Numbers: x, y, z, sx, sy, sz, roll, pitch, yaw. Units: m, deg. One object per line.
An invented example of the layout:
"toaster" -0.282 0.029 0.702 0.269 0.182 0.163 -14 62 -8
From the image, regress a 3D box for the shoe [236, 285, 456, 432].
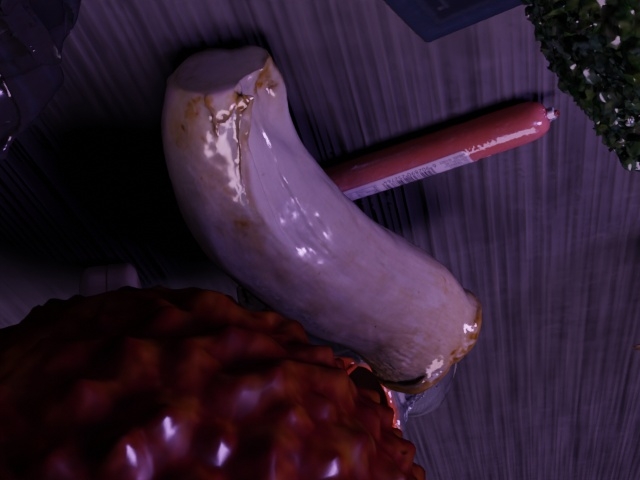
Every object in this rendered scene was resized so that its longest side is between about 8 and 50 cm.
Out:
"shoe" 0.044 0.141 1.083 0.132 0.171 0.336 -17 151 21

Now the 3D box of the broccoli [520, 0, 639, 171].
"broccoli" 0.211 -0.115 0.593 0.194 0.194 0.220 -17 129 23

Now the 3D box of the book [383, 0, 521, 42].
"book" 0.129 -0.195 0.589 0.269 0.025 0.191 -19 151 25

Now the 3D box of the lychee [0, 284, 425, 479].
"lychee" -0.107 0.232 0.795 0.500 0.425 0.424 -26 173 -43

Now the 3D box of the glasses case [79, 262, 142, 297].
"glasses case" -0.174 0.088 1.036 0.050 0.083 0.196 -3 155 -4

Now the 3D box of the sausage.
"sausage" 0.064 -0.057 0.848 0.223 0.029 0.029 -17 151 22

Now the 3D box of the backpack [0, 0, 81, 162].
"backpack" -0.196 -0.108 0.547 0.206 0.133 0.258 -40 165 -11

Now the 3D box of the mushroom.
"mushroom" 0.000 0.000 0.831 0.122 0.095 0.351 -32 135 12

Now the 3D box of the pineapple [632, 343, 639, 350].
"pineapple" 0.360 0.071 0.970 0.225 0.225 0.076 -22 -178 30
